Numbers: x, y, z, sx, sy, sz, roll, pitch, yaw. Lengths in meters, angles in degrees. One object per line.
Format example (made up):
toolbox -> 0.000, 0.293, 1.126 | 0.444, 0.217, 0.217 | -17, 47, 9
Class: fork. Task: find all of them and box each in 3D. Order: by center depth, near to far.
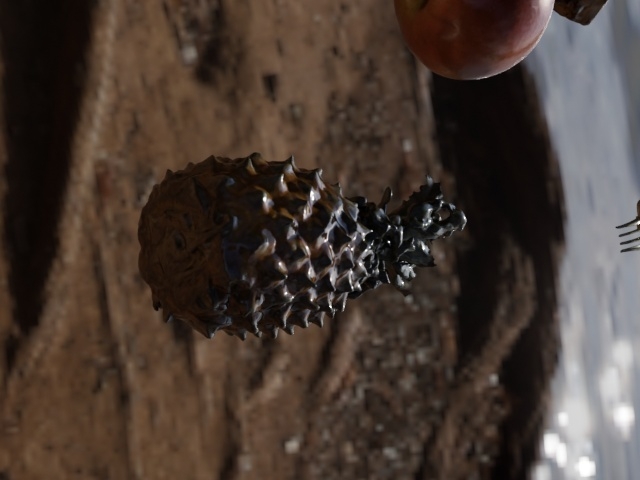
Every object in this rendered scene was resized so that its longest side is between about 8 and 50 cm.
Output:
fork -> 0.296, -0.017, 1.584 | 0.219, 0.028, 0.034 | -27, 102, -72

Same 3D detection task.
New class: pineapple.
pineapple -> 0.000, 0.000, 1.579 | 0.361, 0.175, 0.175 | -6, 88, -45

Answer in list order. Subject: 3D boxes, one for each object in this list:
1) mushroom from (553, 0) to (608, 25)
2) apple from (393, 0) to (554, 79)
mushroom -> 0.234, -0.364, 1.816 | 0.163, 0.297, 0.278 | 59, 16, -56
apple -> 0.146, -0.230, 1.608 | 0.139, 0.163, 0.163 | 3, 79, -31
